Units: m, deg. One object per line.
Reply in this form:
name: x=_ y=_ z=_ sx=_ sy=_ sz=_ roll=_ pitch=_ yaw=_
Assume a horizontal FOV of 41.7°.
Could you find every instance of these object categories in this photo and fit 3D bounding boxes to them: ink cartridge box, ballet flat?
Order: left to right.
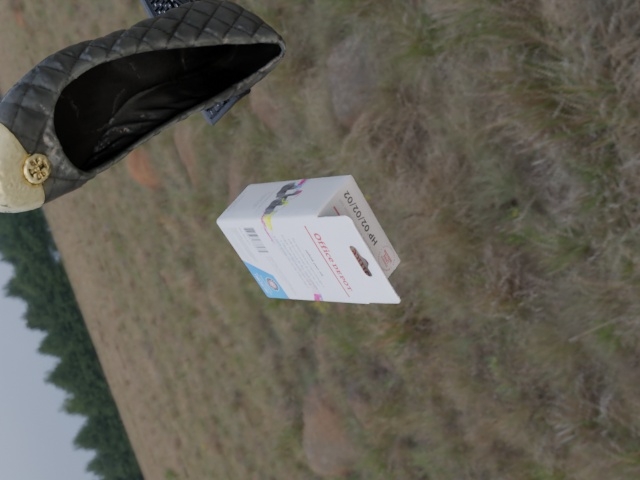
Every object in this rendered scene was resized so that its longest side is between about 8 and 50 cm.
ballet flat: x=-0.086 y=-0.068 z=0.390 sx=0.049 sy=0.173 sz=0.057 roll=21 pitch=138 yaw=35
ink cartridge box: x=0.000 y=0.000 z=0.780 sx=0.181 sy=0.061 sz=0.104 roll=0 pitch=131 yaw=47

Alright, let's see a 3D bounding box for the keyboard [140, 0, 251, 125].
keyboard: x=-0.130 y=-0.198 z=0.737 sx=0.100 sy=0.038 sz=0.192 roll=-31 pitch=88 yaw=51
